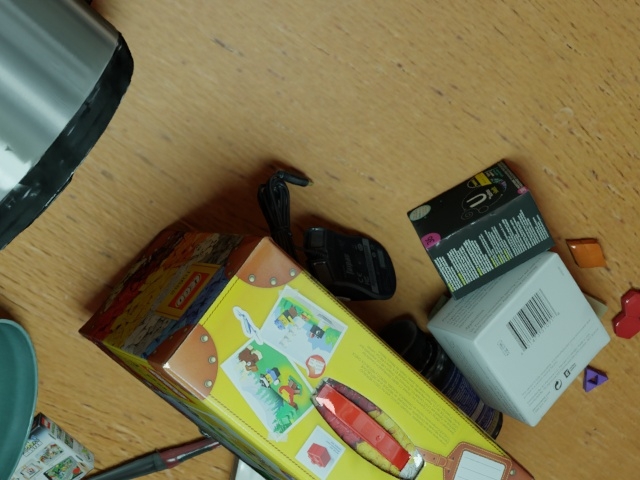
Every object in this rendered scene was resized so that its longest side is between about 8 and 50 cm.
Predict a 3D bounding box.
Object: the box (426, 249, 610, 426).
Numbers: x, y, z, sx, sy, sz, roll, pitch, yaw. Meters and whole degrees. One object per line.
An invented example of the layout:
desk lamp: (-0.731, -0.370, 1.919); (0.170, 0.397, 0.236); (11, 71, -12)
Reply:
box: (0.282, 0.130, 1.512); (0.181, 0.119, 0.182); (-45, 116, -15)

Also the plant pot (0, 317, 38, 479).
plant pot: (-0.538, 0.226, 1.409); (0.196, 0.293, 0.293); (12, 114, 14)

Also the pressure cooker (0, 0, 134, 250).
pressure cooker: (-0.461, -0.208, 1.149); (0.370, 0.375, 0.420); (-43, 115, 14)

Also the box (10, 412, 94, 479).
box: (-0.454, 0.362, 1.598); (0.207, 0.036, 0.114); (-39, 115, 9)

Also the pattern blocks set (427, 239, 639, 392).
pattern blocks set: (0.339, 0.120, 1.630); (0.325, 0.026, 0.285); (36, 104, -22)

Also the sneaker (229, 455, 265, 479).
sneaker: (-0.071, 0.454, 1.669); (0.169, 0.108, 0.292); (9, 111, -10)

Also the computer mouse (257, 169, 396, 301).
computer mouse: (0.000, 0.000, 1.475); (0.060, 0.184, 0.262); (-26, 159, 33)

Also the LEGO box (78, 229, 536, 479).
LEGO box: (-0.025, 0.214, 1.388); (0.500, 0.372, 0.193); (43, 73, -21)

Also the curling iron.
curling iron: (-0.240, 0.320, 1.619); (0.274, 0.035, 0.068); (-24, 104, 4)

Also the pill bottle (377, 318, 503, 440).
pill bottle: (0.168, 0.223, 1.595); (0.123, 0.123, 0.219); (-37, 115, 8)

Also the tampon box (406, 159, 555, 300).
tampon box: (0.223, -0.016, 1.495); (0.161, 0.120, 0.101); (-30, 116, 4)
